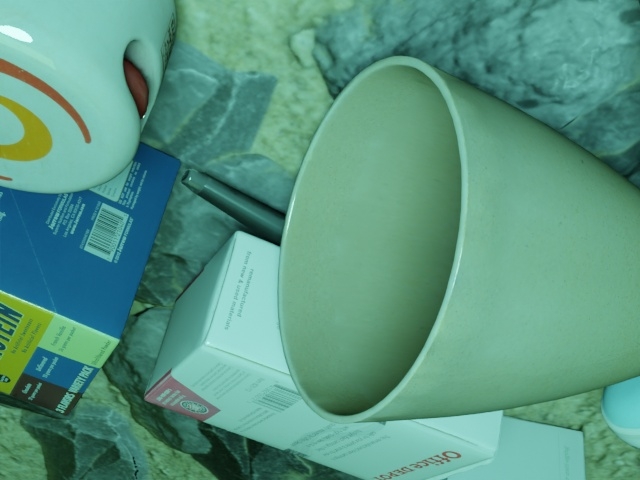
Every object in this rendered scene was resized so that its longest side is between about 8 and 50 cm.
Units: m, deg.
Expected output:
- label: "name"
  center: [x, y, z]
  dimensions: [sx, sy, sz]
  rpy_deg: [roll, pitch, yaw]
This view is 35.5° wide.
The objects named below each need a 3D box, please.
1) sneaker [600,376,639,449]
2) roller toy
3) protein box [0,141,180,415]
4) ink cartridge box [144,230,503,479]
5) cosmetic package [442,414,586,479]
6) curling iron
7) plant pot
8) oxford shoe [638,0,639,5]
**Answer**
- label: "sneaker"
  center: [0.344, 0.036, 0.800]
  dimensions: [0.150, 0.135, 0.366]
  rpy_deg: [34, 124, -18]
- label: "roller toy"
  center: [-0.199, -0.137, 0.691]
  dimensions: [0.191, 0.146, 0.209]
  rpy_deg: [-15, 139, 39]
- label: "protein box"
  center: [-0.250, -0.003, 0.811]
  dimensions: [0.201, 0.199, 0.136]
  rpy_deg: [25, 136, -15]
- label: "ink cartridge box"
  center: [0.004, 0.125, 0.938]
  dimensions: [0.283, 0.117, 0.207]
  rpy_deg: [23, 151, -15]
- label: "cosmetic package"
  center: [0.173, 0.374, 1.155]
  dimensions: [0.155, 0.196, 0.365]
  rpy_deg: [13, 140, -3]
- label: "curling iron"
  center: [0.000, 0.000, 0.887]
  dimensions: [0.274, 0.035, 0.068]
  rpy_deg: [28, 139, -21]
- label: "plant pot"
  center: [0.144, 0.020, 0.754]
  dimensions: [0.274, 0.256, 0.256]
  rpy_deg: [11, 142, -27]
- label: "oxford shoe"
  center: [0.259, -0.152, 0.630]
  dimensions: [0.133, 0.130, 0.363]
  rpy_deg: [35, 152, 22]
